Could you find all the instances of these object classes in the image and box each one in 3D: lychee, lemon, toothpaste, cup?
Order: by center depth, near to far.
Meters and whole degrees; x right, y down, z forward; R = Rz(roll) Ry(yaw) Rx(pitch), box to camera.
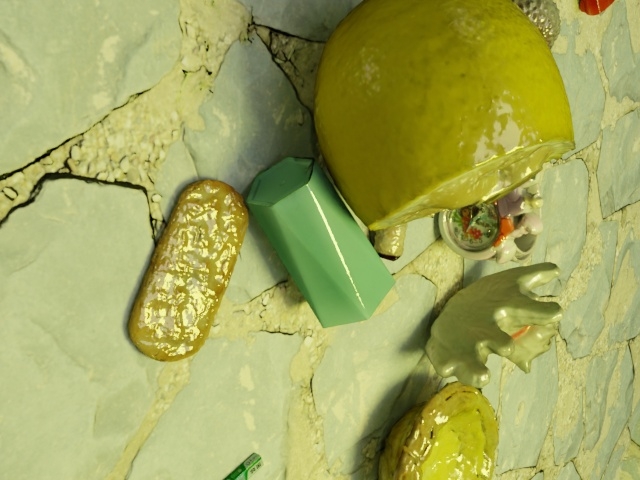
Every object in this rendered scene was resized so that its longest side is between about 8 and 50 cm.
[{"bbox_3d":[0.148,-0.201,0.892,0.364,0.364,0.363,-13,109,-43],"label":"lemon"},{"bbox_3d":[0.000,0.000,0.922,0.134,0.148,0.235,-81,149,-46],"label":"cup"},{"bbox_3d":[-0.122,0.355,0.965,0.083,0.017,0.020,-34,122,-35],"label":"toothpaste"},{"bbox_3d":[0.353,-0.384,1.168,0.165,0.165,0.197,1,66,-46],"label":"lychee"}]

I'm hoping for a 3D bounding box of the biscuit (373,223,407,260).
[{"bbox_3d":[0.125,-0.074,1.089,0.061,0.055,0.219,6,96,-16],"label":"biscuit"}]

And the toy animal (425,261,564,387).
[{"bbox_3d":[0.340,0.205,1.253,0.307,0.266,0.188,-77,162,-51],"label":"toy animal"}]

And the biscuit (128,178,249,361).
[{"bbox_3d":[-0.166,0.039,0.837,0.118,0.029,0.247,27,80,-45],"label":"biscuit"}]

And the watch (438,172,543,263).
[{"bbox_3d":[0.362,-0.076,1.243,0.231,0.196,0.244,-10,100,-50],"label":"watch"}]

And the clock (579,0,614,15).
[{"bbox_3d":[0.625,-0.610,1.471,0.113,0.061,0.155,-42,123,-31],"label":"clock"}]

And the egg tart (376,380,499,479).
[{"bbox_3d":[0.219,0.425,1.246,0.345,0.133,0.345,-14,110,-43],"label":"egg tart"}]
